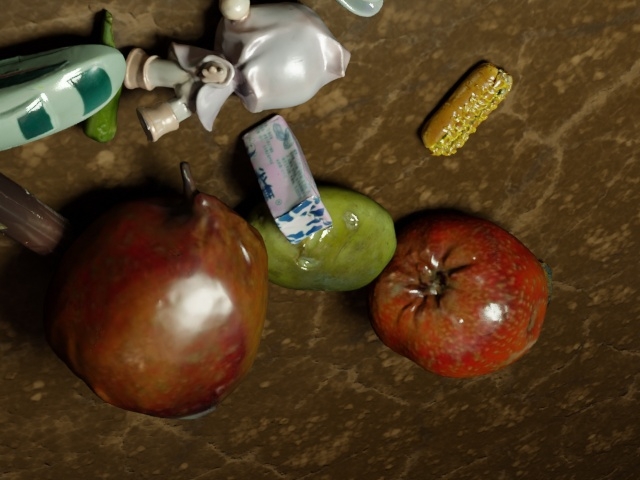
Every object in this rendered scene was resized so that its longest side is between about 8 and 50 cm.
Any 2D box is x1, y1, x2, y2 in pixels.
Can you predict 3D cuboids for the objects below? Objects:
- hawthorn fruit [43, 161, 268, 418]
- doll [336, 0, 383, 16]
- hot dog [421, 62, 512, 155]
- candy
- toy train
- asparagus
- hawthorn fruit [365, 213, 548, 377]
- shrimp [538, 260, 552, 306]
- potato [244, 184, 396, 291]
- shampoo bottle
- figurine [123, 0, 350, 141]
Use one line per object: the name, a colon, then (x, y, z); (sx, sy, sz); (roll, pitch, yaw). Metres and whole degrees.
hawthorn fruit: (-0.212, 0.081, 1.525); (0.325, 0.308, 0.308); (-42, 138, 6)
doll: (0.025, -0.361, 1.259); (0.258, 0.153, 0.195); (1, 106, -34)
hot dog: (0.213, -0.191, 1.630); (0.071, 0.045, 0.165); (17, 123, -42)
candy: (-0.047, -0.082, 1.526); (0.073, 0.160, 0.092); (-27, 147, 6)
toy train: (-0.423, -0.140, 1.291); (0.407, 0.088, 0.086); (-15, 139, -3)
asparagus: (-0.265, -0.203, 1.373); (0.041, 0.045, 0.178); (-36, 155, -45)
hawthorn fruit: (0.234, 0.088, 1.785); (0.300, 0.275, 0.275); (1, 134, -42)
shrimp: (0.304, 0.119, 2.006); (0.290, 0.054, 0.222); (-9, 139, -24)
potato: (-0.001, 0.001, 1.650); (0.197, 0.148, 0.228); (-18, 153, 29)
shampoo bottle: (-0.418, -0.050, 1.437); (0.068, 0.067, 0.236); (-29, 141, 18)
figurine: (-0.104, -0.213, 1.374); (0.276, 0.133, 0.200); (-19, 143, -6)
